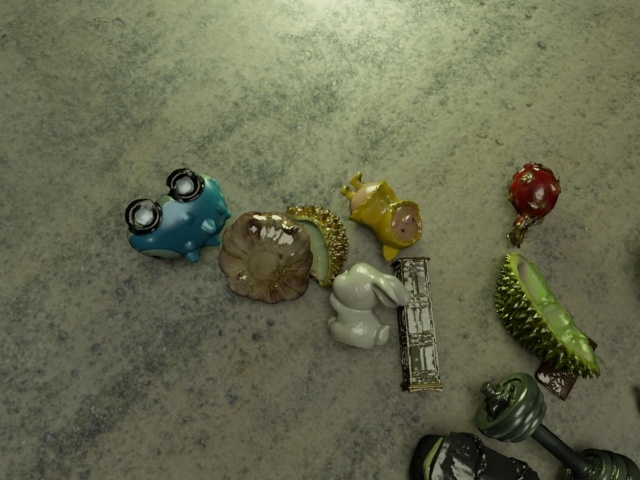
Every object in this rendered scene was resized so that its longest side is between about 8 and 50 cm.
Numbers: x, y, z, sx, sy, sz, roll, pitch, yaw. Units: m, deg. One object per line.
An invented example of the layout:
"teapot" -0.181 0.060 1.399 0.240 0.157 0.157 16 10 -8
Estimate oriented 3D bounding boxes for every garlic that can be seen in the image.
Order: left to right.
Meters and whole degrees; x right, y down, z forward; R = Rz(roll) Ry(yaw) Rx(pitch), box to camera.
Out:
"garlic" -0.127 0.038 1.120 0.245 0.160 0.244 1 106 2

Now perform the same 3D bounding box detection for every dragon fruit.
"dragon fruit" 0.557 -0.092 1.223 0.126 0.125 0.246 25 85 -4

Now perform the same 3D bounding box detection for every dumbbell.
"dumbbell" 0.537 0.470 1.048 0.406 0.179 0.179 40 77 7

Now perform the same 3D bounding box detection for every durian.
"durian" 0.000 0.000 1.182 0.139 0.144 0.252 -26 85 29
"durian" 0.551 0.188 1.123 0.170 0.157 0.355 -28 72 -14

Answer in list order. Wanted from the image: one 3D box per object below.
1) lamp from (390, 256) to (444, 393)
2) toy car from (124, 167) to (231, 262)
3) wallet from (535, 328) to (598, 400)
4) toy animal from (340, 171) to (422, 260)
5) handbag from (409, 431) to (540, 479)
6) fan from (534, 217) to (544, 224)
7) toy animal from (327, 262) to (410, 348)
"lamp" 0.237 0.206 1.138 0.090 0.089 0.325 -3 76 -5
"toy car" -0.333 -0.042 1.113 0.255 0.188 0.190 -39 88 -14
"wallet" 0.630 0.308 1.171 0.095 0.026 0.176 39 77 8
"toy animal" 0.155 -0.071 1.181 0.156 0.156 0.230 -45 93 -12
"handbag" 0.333 0.538 1.007 0.255 0.181 0.181 26 64 4
"fan" 0.590 -0.081 1.273 0.080 0.003 0.060 39 77 6
"toy animal" 0.107 0.161 1.091 0.179 0.127 0.193 28 101 33
